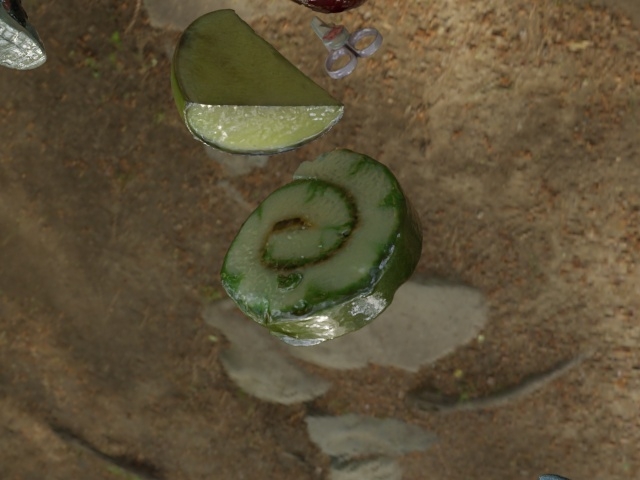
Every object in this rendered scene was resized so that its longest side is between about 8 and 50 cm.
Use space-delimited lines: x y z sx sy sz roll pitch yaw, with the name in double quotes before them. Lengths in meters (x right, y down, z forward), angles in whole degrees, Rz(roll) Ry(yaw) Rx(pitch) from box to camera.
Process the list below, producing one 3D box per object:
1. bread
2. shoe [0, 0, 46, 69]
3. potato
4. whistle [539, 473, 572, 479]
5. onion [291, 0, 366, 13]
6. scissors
"bread" 0.000 0.000 1.885 0.366 0.381 0.129 -11 142 22
"shoe" -0.544 -0.395 1.725 0.099 0.125 0.227 -17 134 21
"potato" -0.130 -0.266 1.686 0.270 0.255 0.112 0 138 -25
"whistle" 0.305 0.407 1.410 0.090 0.090 0.157 -2 90 22
"onion" 0.000 -0.521 1.839 0.248 0.248 0.161 30 123 -9
"scissors" 0.031 -0.375 1.914 0.118 0.242 0.030 -40 125 2
